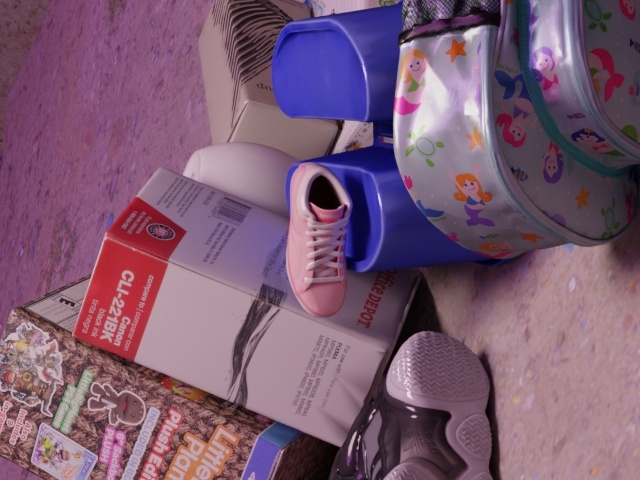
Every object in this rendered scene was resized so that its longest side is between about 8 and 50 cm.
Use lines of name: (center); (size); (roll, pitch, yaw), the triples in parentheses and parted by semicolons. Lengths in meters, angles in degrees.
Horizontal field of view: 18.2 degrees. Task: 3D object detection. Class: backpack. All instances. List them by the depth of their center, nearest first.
backpack: (0.161, -0.116, 1.470); (0.191, 0.225, 0.253); (-3, 69, 39)

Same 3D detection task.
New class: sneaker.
sneaker: (0.074, 0.217, 1.665); (0.153, 0.101, 0.268); (124, 160, -45)
sneaker: (0.000, 0.000, 1.693); (0.070, 0.051, 0.134); (180, 86, -78)

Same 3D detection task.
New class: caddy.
caddy: (0.085, -0.095, 1.765); (0.341, 0.179, 0.241); (-164, 66, -71)

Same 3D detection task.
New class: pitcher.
pitcher: (-0.046, -0.008, 2.012); (0.125, 0.207, 0.178); (-94, 25, -45)

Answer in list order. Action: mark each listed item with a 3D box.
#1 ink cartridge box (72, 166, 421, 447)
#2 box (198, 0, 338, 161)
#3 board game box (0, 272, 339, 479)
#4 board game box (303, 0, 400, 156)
ink cartridge box: (-0.062, 0.058, 1.836); (0.197, 0.273, 0.114); (-62, -7, -67)
box: (-0.061, -0.170, 2.165); (0.275, 0.113, 0.094); (-104, 34, -54)
board game box: (-0.142, 0.162, 1.904); (0.141, 0.291, 0.232); (-68, -15, 18)
board game box: (0.028, -0.189, 2.182); (0.193, 0.053, 0.305); (125, 153, -48)
